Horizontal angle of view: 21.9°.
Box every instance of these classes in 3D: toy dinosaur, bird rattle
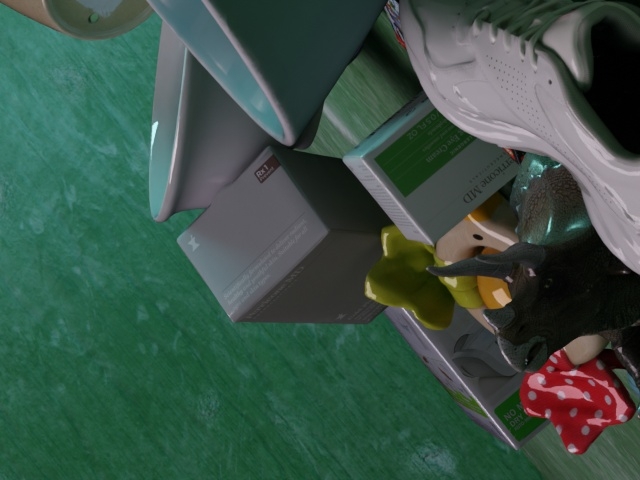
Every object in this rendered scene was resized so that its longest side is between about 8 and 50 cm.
[{"bbox_3d":[0.163,-0.003,0.942,0.160,0.121,0.313,51,-163,-11],"label":"toy dinosaur"},{"bbox_3d":[0.163,0.054,1.356,0.253,0.143,0.207,47,160,13],"label":"bird rattle"}]

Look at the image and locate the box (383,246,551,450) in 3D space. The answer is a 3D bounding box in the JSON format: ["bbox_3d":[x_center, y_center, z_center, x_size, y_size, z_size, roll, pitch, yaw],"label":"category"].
[{"bbox_3d":[0.149,0.079,1.702,0.231,0.127,0.262,51,177,-2],"label":"box"}]

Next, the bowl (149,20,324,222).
[{"bbox_3d":[-0.069,-0.157,1.464,0.134,0.298,0.298,6,-174,-11],"label":"bowl"}]

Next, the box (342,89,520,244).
[{"bbox_3d":[0.086,-0.060,1.242,0.087,0.101,0.102,51,177,-7],"label":"box"}]

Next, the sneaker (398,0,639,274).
[{"bbox_3d":[0.121,-0.086,0.792,0.232,0.090,0.115,41,163,33],"label":"sneaker"}]

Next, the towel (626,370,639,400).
[{"bbox_3d":[0.322,0.234,1.141,0.271,0.040,0.370,51,-170,-12],"label":"towel"}]

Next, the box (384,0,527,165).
[{"bbox_3d":[0.094,-0.120,1.117,0.137,0.027,0.094,49,177,27],"label":"box"}]

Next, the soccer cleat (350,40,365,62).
[{"bbox_3d":[-0.061,-0.245,1.211,0.318,0.108,0.116,55,171,-24],"label":"soccer cleat"}]

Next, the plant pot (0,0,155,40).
[{"bbox_3d":[-0.250,-0.309,1.522,0.274,0.256,0.256,53,179,38],"label":"plant pot"}]

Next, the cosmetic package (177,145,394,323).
[{"bbox_3d":[0.000,0.000,1.456,0.107,0.127,0.238,53,-156,19],"label":"cosmetic package"}]

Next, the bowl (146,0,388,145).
[{"bbox_3d":[-0.052,-0.217,0.849,0.311,0.163,0.311,51,177,3],"label":"bowl"}]
